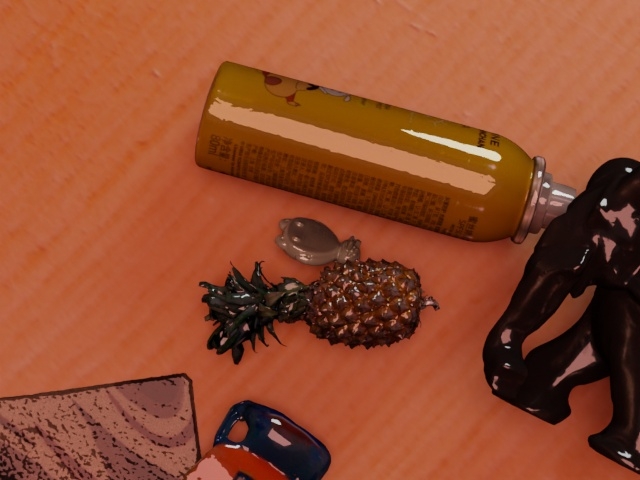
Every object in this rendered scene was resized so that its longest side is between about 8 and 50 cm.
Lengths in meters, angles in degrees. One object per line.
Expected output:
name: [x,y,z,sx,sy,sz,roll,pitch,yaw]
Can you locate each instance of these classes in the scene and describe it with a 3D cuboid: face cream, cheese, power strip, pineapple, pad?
face cream: [0.065,-0.072,1.184,0.349,0.105,0.105,16,85,2]
cheese: [-0.113,0.298,1.138,0.217,0.129,0.329,35,68,-3]
power strip: [0.000,0.000,1.207,0.083,0.035,0.055,19,47,-7]
pineapple: [0.000,0.064,1.183,0.221,0.103,0.083,-3,62,-3]
pad: [-0.207,0.301,1.202,0.220,0.004,0.330,-9,85,-1]

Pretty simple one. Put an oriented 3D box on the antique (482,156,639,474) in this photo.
antique: [0.318,0.083,1.130,0.322,0.185,0.255,24,93,-11]
